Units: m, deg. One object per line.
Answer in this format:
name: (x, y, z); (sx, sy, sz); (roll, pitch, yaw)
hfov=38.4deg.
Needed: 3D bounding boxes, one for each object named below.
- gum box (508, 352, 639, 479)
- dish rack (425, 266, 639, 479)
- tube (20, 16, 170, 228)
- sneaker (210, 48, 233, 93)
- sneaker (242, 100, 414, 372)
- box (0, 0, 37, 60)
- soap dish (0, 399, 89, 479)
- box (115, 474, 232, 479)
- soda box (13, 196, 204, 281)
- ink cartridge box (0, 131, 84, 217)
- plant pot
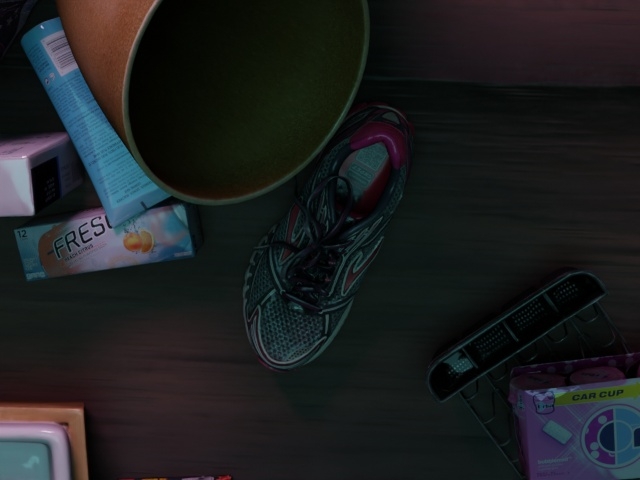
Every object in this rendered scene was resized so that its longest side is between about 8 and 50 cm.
gum box: (0.282, 0.177, 0.917); (0.188, 0.062, 0.107); (-7, 105, 2)
dish rack: (0.263, 0.176, 0.984); (0.208, 0.074, 0.271); (-35, 101, 11)
tube: (-0.224, -0.121, 0.917); (0.080, 0.052, 0.207); (-30, 89, 7)
sneaker: (-0.104, -0.122, 0.941); (0.064, 0.061, 0.158); (14, 101, -33)
sneaker: (0.000, 0.000, 0.930); (0.120, 0.112, 0.299); (22, 104, -3)
box: (-0.415, -0.253, 0.855); (0.247, 0.163, 0.142); (38, 106, -7)
soap dish: (-0.357, 0.307, 1.016); (0.228, 0.118, 0.291); (0, 104, 2)
box: (-0.170, 0.295, 1.019); (0.137, 0.094, 0.027); (-3, 104, 2)
soda box: (-0.219, -0.004, 0.961); (0.183, 0.063, 0.058); (-9, 104, 4)
ink cartridge box: (-0.417, -0.064, 0.901); (0.332, 0.165, 0.065); (0, 105, 3)
plant pot: (-0.128, -0.195, 0.808); (0.254, 0.237, 0.237); (40, 107, 37)
